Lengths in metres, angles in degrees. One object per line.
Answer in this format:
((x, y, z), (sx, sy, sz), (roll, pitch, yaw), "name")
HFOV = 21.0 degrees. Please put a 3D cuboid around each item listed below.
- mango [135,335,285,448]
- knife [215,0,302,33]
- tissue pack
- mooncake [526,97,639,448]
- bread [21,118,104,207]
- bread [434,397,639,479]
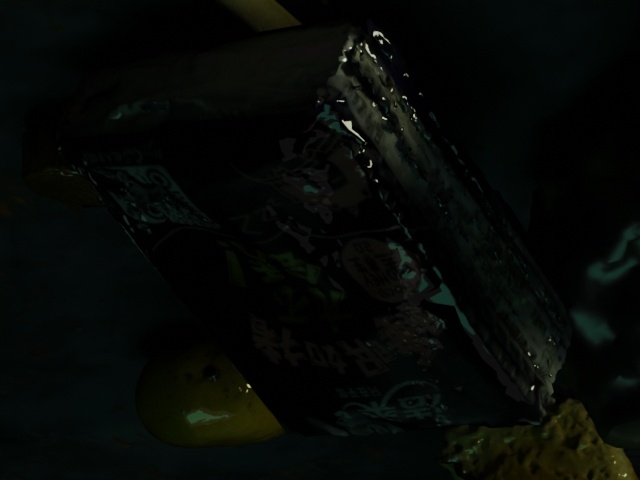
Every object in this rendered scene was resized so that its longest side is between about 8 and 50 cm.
((-0.092, 0.147, 1.635), (0.137, 0.098, 0.195), (-19, 160, 22), "mango")
((-0.079, -0.180, 1.008), (0.047, 0.017, 0.298), (-22, 149, 24), "knife")
((0.000, 0.000, 1.167), (0.245, 0.123, 0.332), (-6, 136, 36), "tissue pack")
((0.292, -0.007, 1.189), (0.394, 0.246, 0.393), (-24, 156, 35), "mooncake")
((-0.169, -0.059, 1.212), (0.085, 0.053, 0.085), (5, 163, 2), "bread")
((0.268, 0.270, 1.907), (0.262, 0.163, 0.204), (32, 169, 23), "bread")
